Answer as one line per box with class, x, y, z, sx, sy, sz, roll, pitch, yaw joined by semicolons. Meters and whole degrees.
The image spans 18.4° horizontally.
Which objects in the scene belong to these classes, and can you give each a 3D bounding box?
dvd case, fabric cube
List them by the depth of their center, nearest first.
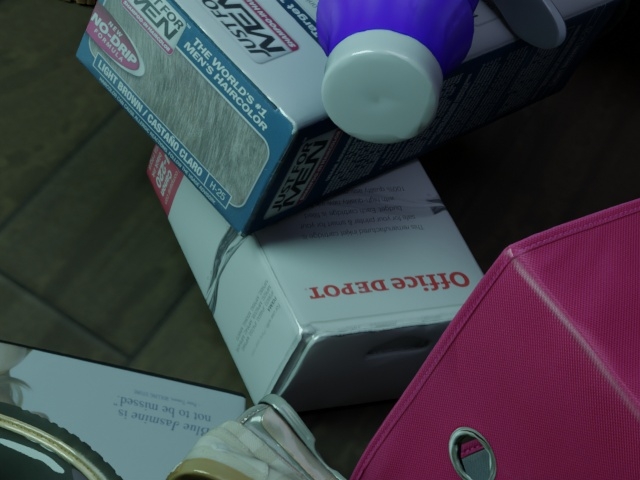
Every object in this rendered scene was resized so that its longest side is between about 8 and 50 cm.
dvd case;-0.134;0.171;1.131;0.180;0.022;0.253;14;45;-14
fabric cube;0.217;0.144;1.161;0.259;0.254;0.258;-17;61;-37

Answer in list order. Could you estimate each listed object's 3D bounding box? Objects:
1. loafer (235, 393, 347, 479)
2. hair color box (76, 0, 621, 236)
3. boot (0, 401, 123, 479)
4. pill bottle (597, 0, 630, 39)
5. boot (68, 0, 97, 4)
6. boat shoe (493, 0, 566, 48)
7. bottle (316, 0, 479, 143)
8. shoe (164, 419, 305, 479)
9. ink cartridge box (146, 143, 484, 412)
loafer;-0.008;0.152;1.193;0.039;0.045;0.125;-33;81;-27
hair color box;0.027;-0.145;1.315;0.347;0.105;0.174;-25;64;-43
boot;-0.151;0.186;1.045;0.198;0.077;0.137;38;50;14
pill bottle;0.180;-0.267;1.619;0.123;0.123;0.219;4;51;-22
boot;-0.129;-0.209;1.467;0.158;0.059;0.084;15;40;-11
boat shoe;0.130;-0.165;1.290;0.035;0.035;0.100;-25;59;-40
bottle;0.053;-0.171;1.187;0.092;0.118;0.283;23;41;-10
shoe;0.010;0.185;1.137;0.219;0.076;0.058;40;36;-5
ink cartridge box;0.000;0.000;1.306;0.159;0.092;0.218;-5;50;-31
